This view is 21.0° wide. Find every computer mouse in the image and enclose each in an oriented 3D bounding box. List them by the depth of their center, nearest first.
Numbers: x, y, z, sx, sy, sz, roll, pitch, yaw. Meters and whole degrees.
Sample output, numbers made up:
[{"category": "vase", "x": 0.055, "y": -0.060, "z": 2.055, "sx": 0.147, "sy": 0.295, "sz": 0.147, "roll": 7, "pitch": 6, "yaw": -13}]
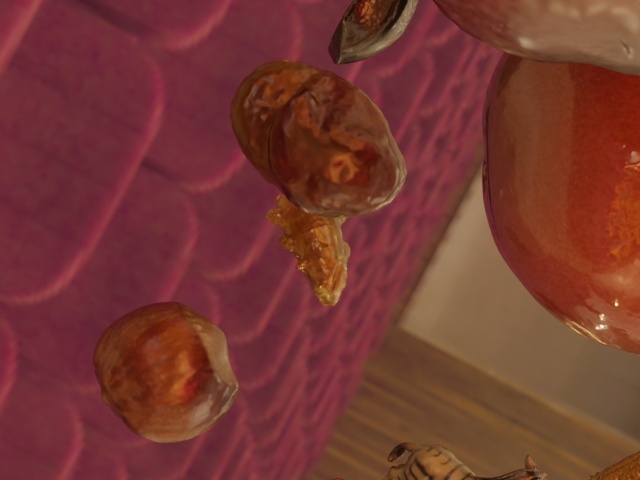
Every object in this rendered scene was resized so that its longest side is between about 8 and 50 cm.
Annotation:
[{"category": "computer mouse", "x": 0.070, "y": -0.237, "z": 1.674, "sx": 0.172, "sy": 0.057, "sz": 0.099, "roll": -56, "pitch": 174, "yaw": 11}]

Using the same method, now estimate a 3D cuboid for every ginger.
[{"category": "ginger", "x": -0.011, "y": -0.009, "z": 2.482, "sx": 0.081, "sy": 0.115, "sz": 0.205, "roll": -32, "pitch": -138, "yaw": 32}]

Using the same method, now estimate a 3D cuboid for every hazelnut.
[{"category": "hazelnut", "x": -0.164, "y": 0.138, "z": 1.810, "sx": 0.143, "sy": 0.154, "sz": 0.143, "roll": -25, "pitch": 158, "yaw": -11}]

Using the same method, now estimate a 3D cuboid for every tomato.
[{"category": "tomato", "x": 0.280, "y": -0.057, "z": 1.599, "sx": 0.341, "sy": 0.273, "sz": 0.341, "roll": -171, "pitch": -90, "yaw": -89}]

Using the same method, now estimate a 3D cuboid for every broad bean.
[{"category": "broad bean", "x": -0.003, "y": -0.119, "z": 2.053, "sx": 0.156, "sy": 0.228, "sz": 0.122, "roll": -47, "pitch": 180, "yaw": 8}]

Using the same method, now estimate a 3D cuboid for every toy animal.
[{"category": "toy animal", "x": 0.186, "y": 0.314, "z": 2.235, "sx": 0.073, "sy": 0.217, "sz": 0.176, "roll": -48, "pitch": 158, "yaw": -42}]

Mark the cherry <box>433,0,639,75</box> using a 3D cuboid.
[{"category": "cherry", "x": 0.225, "y": -0.283, "z": 1.272, "sx": 0.335, "sy": 0.326, "sz": 0.291, "roll": 109, "pitch": -12, "yaw": -47}]

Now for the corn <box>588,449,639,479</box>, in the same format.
[{"category": "corn", "x": 0.494, "y": 0.302, "z": 2.361, "sx": 0.288, "sy": 0.086, "sz": 0.086, "roll": -29, "pitch": -173, "yaw": 17}]

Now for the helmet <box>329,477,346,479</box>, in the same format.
[{"category": "helmet", "x": 0.025, "y": 0.455, "z": 2.261, "sx": 0.154, "sy": 0.253, "sz": 0.198, "roll": -25, "pitch": 151, "yaw": -41}]
